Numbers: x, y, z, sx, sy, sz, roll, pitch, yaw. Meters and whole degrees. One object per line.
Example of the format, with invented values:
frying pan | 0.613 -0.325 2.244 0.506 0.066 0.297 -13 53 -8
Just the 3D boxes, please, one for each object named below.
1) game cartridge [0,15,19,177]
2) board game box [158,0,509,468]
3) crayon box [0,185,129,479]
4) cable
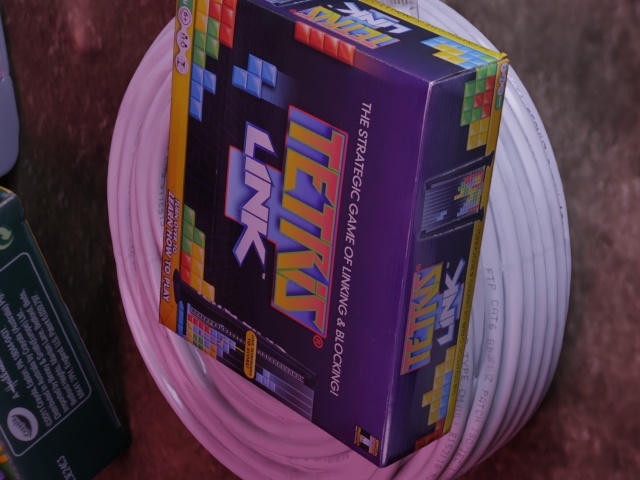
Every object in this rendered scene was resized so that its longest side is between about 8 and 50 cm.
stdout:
game cartridge | -0.281 -0.187 1.037 0.198 0.062 0.297 10 113 49
board game box | -0.002 -0.015 0.675 0.141 0.048 0.170 30 126 38
crayon box | -0.281 0.032 1.053 0.323 0.083 0.203 20 141 41
cable | 0.000 0.000 0.786 0.257 0.089 0.257 -4 103 48
